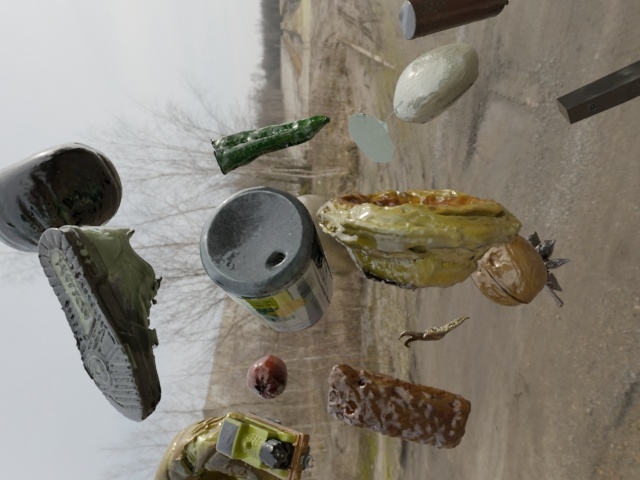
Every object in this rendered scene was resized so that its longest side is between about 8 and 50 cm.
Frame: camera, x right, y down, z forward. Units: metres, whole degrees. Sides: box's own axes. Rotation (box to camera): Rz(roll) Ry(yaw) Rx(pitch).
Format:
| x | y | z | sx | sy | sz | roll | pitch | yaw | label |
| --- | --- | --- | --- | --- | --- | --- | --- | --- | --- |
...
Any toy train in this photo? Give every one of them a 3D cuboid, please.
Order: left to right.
| x | y | z | sx | sy | sz | roll | pitch | yaw | label |
| --- | --- | --- | --- | --- | --- | --- | --- | --- | --- |
| -0.108 | 0.393 | 0.794 | 0.219 | 0.127 | 0.090 | -2 | 66 | 43 | toy train |

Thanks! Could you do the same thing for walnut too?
| x | y | z | sx | sy | sz | roll | pitch | yaw | label |
| --- | --- | --- | --- | --- | --- | --- | --- | --- | --- |
| 0.459 | 0.068 | 1.033 | 0.168 | 0.167 | 0.207 | 95 | 159 | -51 | walnut |

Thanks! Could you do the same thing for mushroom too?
| x | y | z | sx | sy | sz | roll | pitch | yaw | label |
| --- | --- | --- | --- | --- | --- | --- | --- | --- | --- |
| 0.000 | 0.000 | 0.962 | 0.178 | 0.226 | 0.226 | -49 | 16 | 10 | mushroom |

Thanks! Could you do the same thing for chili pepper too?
| x | y | z | sx | sy | sz | roll | pitch | yaw | label |
| --- | --- | --- | --- | --- | --- | --- | --- | --- | --- |
| -0.089 | -0.194 | 0.780 | 0.059 | 0.226 | 0.088 | 70 | -179 | -50 | chili pepper |

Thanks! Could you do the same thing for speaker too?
| x | y | z | sx | sy | sz | roll | pitch | yaw | label |
| --- | --- | --- | --- | --- | --- | --- | --- | --- | --- |
| 0.668 | -0.346 | 0.943 | 0.044 | 0.217 | 0.082 | 54 | -151 | -29 | speaker |

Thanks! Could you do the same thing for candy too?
| x | y | z | sx | sy | sz | roll | pitch | yaw | label |
| --- | --- | --- | --- | --- | --- | --- | --- | --- | --- |
| 0.352 | -0.495 | 1.298 | 0.185 | 0.295 | 0.295 | 48 | 177 | -5 | candy |

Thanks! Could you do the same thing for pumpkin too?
| x | y | z | sx | sy | sz | roll | pitch | yaw | label |
| --- | --- | --- | --- | --- | --- | --- | --- | --- | --- |
| -0.643 | -0.094 | 1.018 | 0.315 | 0.314 | 0.239 | -105 | -9 | -66 | pumpkin |

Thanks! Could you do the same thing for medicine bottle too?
| x | y | z | sx | sy | sz | roll | pitch | yaw | label |
| --- | --- | --- | --- | --- | --- | --- | --- | --- | --- |
| -0.056 | 0.051 | 0.603 | 0.293 | 0.141 | 0.142 | 70 | -166 | -66 | medicine bottle |

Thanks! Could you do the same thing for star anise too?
| x | y | z | sx | sy | sz | roll | pitch | yaw | label |
| --- | --- | --- | --- | --- | --- | --- | --- | --- | --- |
| 0.647 | 0.088 | 1.249 | 0.231 | 0.089 | 0.209 | -126 | 39 | -62 | star anise |

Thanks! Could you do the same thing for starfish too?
| x | y | z | sx | sy | sz | roll | pitch | yaw | label |
| --- | --- | --- | --- | --- | --- | --- | --- | --- | --- |
| 0.352 | 0.280 | 1.265 | 0.213 | 0.237 | 0.057 | 73 | -178 | -77 | starfish |

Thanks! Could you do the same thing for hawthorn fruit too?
| x | y | z | sx | sy | sz | roll | pitch | yaw | label |
| --- | --- | --- | --- | --- | --- | --- | --- | --- | --- |
| -0.183 | 0.478 | 1.483 | 0.172 | 0.147 | 0.148 | -54 | -34 | -67 | hawthorn fruit |

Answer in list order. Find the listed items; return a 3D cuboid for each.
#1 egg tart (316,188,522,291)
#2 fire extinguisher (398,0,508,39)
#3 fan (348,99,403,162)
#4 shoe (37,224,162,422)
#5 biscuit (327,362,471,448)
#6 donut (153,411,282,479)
| x | y | z | sx | sy | sz | roll | pitch | yaw | label |
| --- | --- | --- | --- | --- | --- | --- | --- | --- | --- |
| 0.162 | -0.010 | 0.712 | 0.352 | 0.351 | 0.150 | -116 | 27 | -76 | egg tart |
| 0.285 | -0.478 | 0.837 | 0.072 | 0.267 | 0.089 | 82 | 163 | -48 | fire extinguisher |
| 0.168 | -0.317 | 1.166 | 0.182 | 0.010 | 0.310 | 47 | 162 | -3 | fan |
| -0.282 | 0.103 | 0.620 | 0.149 | 0.109 | 0.293 | -31 | -82 | -61 | shoe |
| 0.224 | 0.492 | 1.243 | 0.343 | 0.394 | 0.167 | 58 | -136 | -71 | biscuit |
| -0.261 | 0.650 | 1.132 | 0.170 | 0.359 | 0.361 | -100 | 9 | -78 | donut |
